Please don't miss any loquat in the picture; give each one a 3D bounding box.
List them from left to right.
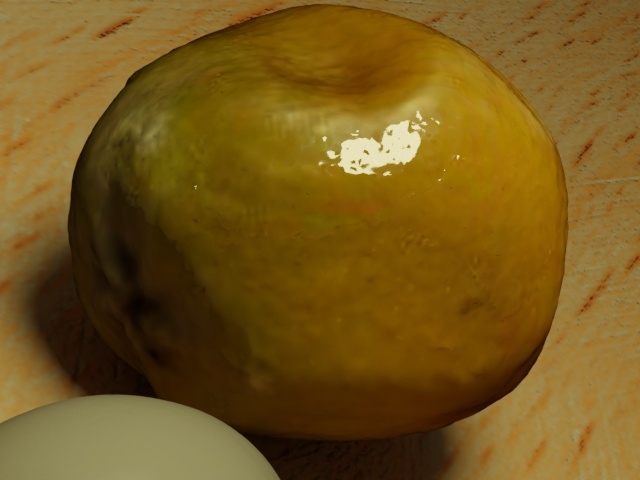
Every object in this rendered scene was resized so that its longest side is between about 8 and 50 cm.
[{"bbox_3d":[0.000,0.000,1.164,0.283,0.276,0.276,-18,50,-29],"label":"loquat"}]

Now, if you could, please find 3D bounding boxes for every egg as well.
[{"bbox_3d":[-0.099,0.159,0.894,0.176,0.176,0.232,38,25,18],"label":"egg"}]
